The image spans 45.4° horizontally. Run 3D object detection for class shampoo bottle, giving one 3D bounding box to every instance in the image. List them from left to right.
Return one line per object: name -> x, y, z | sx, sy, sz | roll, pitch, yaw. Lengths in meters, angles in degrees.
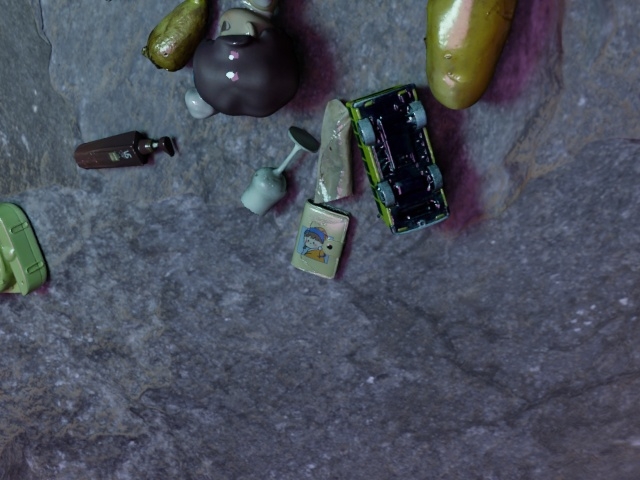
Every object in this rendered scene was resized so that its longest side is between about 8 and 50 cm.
shampoo bottle -> -0.439, -0.200, 1.714 | 0.236, 0.067, 0.068 | -6, 148, 24

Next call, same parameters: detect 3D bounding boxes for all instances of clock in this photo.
clock -> -0.861, 0.040, 1.960 | 0.308, 0.096, 0.235 | -10, 107, 26

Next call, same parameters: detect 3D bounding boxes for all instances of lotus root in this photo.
lotus root -> -0.277, -0.425, 1.544 | 0.094, 0.108, 0.191 | 35, 109, -25

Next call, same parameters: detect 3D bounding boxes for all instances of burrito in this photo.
burrito -> 0.032, -0.171, 1.546 | 0.087, 0.060, 0.226 | 16, 117, 25

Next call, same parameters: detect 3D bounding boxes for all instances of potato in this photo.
potato -> 0.257, -0.376, 1.314 | 0.140, 0.173, 0.300 | 29, 120, 32

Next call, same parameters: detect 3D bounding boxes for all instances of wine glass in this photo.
wine glass -> -0.088, -0.140, 1.595 | 0.079, 0.079, 0.195 | 42, 118, 1

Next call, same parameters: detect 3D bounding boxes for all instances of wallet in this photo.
wallet -> 0.000, 0.000, 1.639 | 0.110, 0.039, 0.155 | 21, 117, 14

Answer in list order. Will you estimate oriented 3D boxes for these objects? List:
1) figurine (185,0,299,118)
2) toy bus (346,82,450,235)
figurine -> -0.142, -0.407, 1.425 | 0.206, 0.218, 0.365 | -6, 105, -23
toy bus -> 0.146, -0.156, 1.456 | 0.128, 0.150, 0.262 | -19, 105, -4
